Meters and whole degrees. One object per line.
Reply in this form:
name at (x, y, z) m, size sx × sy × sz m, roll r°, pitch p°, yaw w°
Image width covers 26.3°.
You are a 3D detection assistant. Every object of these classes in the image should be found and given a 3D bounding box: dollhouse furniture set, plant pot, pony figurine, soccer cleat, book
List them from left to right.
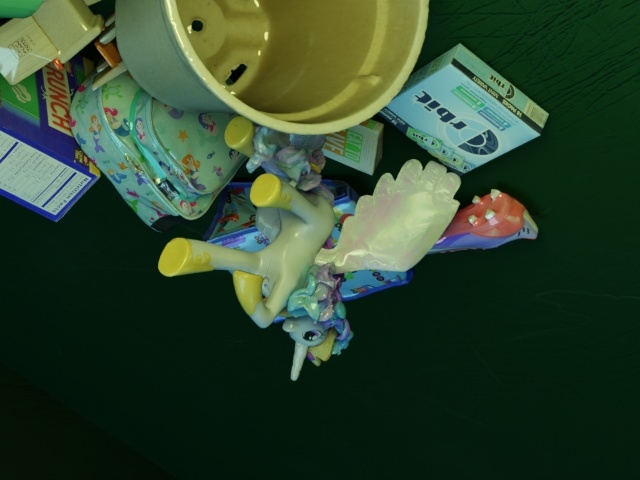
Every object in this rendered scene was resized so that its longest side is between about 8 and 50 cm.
dollhouse furniture set at (-0.352, -0.307, 1.776) m, size 0.135 × 0.259 × 0.262 m, roll -30°, pitch 114°, yaw 11°
plant pot at (-0.091, -0.278, 1.632) m, size 0.334 × 0.334 × 0.305 m, roll 39°, pitch 161°, yaw -22°
pony figurine at (-0.023, -0.015, 1.827) m, size 0.303 × 0.351 × 0.363 m, roll 17°, pitch 166°, yaw 33°
book at (0.020, -0.161, 1.993) m, size 0.144 × 0.035 × 0.096 m, roll 22°, pitch 148°, yaw 12°
soccer cleat at (0.211, -0.012, 2.030) m, size 0.095 × 0.083 × 0.248 m, roll 36°, pitch 148°, yaw -27°

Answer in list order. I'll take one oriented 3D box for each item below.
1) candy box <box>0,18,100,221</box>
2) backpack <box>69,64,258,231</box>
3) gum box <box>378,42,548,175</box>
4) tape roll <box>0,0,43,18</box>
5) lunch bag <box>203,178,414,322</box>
candy box at (-0.480, -0.212, 1.983) m, size 0.122 × 0.268 × 0.317 m, roll -39°, pitch 132°, yaw 26°
backpack at (-0.226, -0.168, 1.985) m, size 0.253 × 0.225 × 0.191 m, roll 46°, pitch 144°, yaw -14°
gum box at (0.185, -0.170, 1.821) m, size 0.157 × 0.041 × 0.184 m, roll 35°, pitch 150°, yaw -16°
tape roll at (-0.367, -0.413, 1.539) m, size 0.077 × 0.321 × 0.321 m, roll -1°, pitch 165°, yaw -30°
lunch bag at (0.000, 0.000, 2.206) m, size 0.293 × 0.138 × 0.221 m, roll -11°, pitch 135°, yaw 31°
